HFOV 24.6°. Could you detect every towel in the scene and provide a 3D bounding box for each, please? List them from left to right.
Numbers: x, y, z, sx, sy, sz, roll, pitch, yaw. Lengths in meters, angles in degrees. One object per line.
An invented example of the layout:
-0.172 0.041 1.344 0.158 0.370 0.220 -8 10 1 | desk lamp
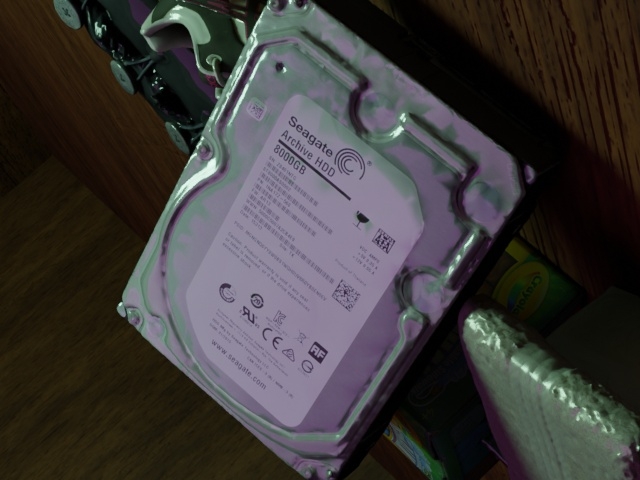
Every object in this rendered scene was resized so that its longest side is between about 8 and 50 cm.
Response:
0.197 0.175 1.064 0.187 0.049 0.282 39 159 45 | towel

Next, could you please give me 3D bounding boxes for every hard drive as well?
0.000 0.000 1.096 0.237 0.064 0.339 40 123 14 | hard drive

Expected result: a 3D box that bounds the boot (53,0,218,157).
-0.203 -0.238 1.493 0.445 0.146 0.367 46 172 -13 | boot

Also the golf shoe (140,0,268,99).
-0.026 -0.139 1.166 0.273 0.120 0.105 39 164 34 | golf shoe

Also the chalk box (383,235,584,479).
0.113 0.089 1.267 0.289 0.180 0.179 41 168 26 | chalk box

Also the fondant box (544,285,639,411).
0.312 0.211 1.069 0.330 0.096 0.238 58 165 -25 | fondant box
